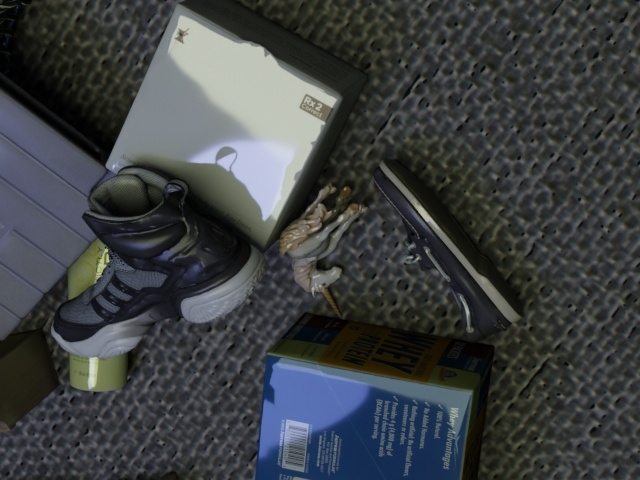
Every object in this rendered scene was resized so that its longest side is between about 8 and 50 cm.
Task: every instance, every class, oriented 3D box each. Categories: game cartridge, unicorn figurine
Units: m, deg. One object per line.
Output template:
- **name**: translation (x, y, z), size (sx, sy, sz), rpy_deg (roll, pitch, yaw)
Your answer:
- **game cartridge**: translation (-0.383, -0.079, 1.509), size (0.355, 0.068, 0.230), rpy_deg (38, 111, -21)
- **unicorn figurine**: translation (0.000, 0.000, 1.531), size (0.111, 0.162, 0.060), rpy_deg (-49, 59, 9)

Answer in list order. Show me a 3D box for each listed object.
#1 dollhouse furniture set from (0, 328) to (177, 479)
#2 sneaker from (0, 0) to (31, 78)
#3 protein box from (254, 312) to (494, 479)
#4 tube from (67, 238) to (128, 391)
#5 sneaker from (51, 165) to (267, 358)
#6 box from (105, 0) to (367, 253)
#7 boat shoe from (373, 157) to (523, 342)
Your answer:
- **dollhouse furniture set**: translation (-0.352, 0.326, 1.627), size (0.362, 0.256, 0.394), rpy_deg (-11, 102, 18)
- **sneaker**: translation (-0.350, -0.226, 1.545), size (0.147, 0.130, 0.330), rpy_deg (-9, 102, 20)
- **protein box**: translation (0.052, 0.198, 1.547), size (0.201, 0.136, 0.199), rpy_deg (9, 107, 13)
- **tube**: translation (-0.231, 0.035, 1.623), size (0.070, 0.062, 0.240), rpy_deg (-1, 102, -21)
- **sneaker**: translation (-0.186, 0.016, 1.490), size (0.269, 0.101, 0.153), rpy_deg (-18, 117, 37)
- **box**: translation (-0.079, -0.116, 1.506), size (0.181, 0.119, 0.182), rpy_deg (30, 110, 6)
- **boat shoe**: translation (0.110, 0.013, 1.514), size (0.065, 0.075, 0.206), rpy_deg (-38, 97, 18)
